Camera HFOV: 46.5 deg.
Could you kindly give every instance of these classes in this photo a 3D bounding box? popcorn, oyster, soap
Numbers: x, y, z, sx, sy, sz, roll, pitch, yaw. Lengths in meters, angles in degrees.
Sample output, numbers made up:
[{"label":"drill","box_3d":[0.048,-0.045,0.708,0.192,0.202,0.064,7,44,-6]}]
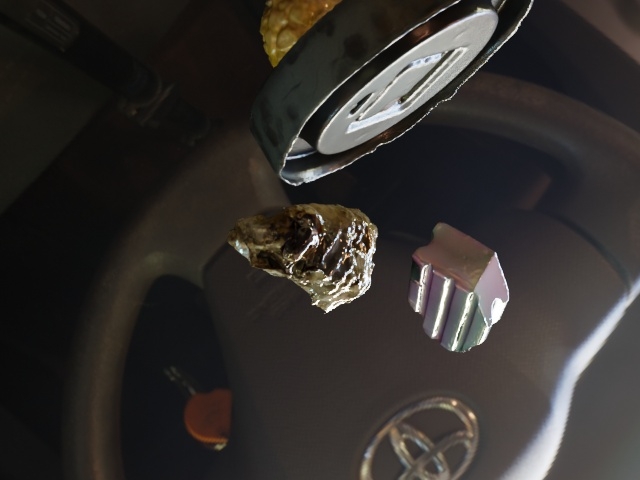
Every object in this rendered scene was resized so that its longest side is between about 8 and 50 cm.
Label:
[{"label":"popcorn","box_3d":[0.018,-0.369,1.350,0.250,0.190,0.250,-13,157,-5]},{"label":"oyster","box_3d":[-0.008,0.012,1.038,0.232,0.107,0.162,13,76,-32]},{"label":"soap","box_3d":[0.286,0.118,1.559,0.109,0.193,0.324,-49,159,-22]}]

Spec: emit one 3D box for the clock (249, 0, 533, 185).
[{"label":"clock","box_3d":[0.074,-0.177,0.765,0.325,0.067,0.325,-34,172,-6]}]
